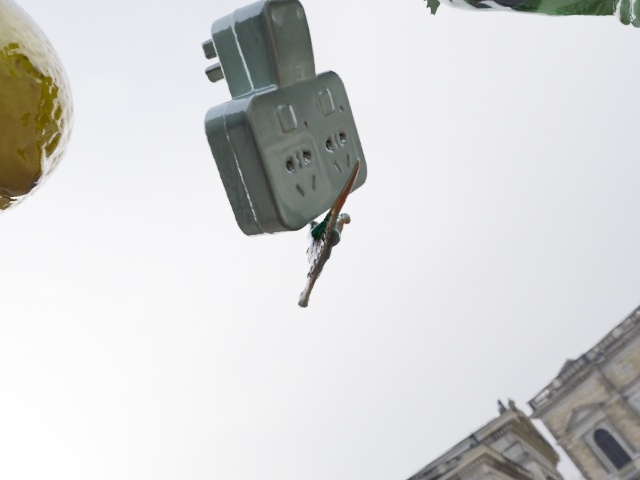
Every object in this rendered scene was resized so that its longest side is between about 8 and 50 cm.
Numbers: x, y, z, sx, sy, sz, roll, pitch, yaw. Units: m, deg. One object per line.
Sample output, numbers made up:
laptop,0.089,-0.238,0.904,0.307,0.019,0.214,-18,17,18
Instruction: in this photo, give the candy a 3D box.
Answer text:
candy,0.325,-0.428,0.860,0.262,0.397,0.172,12,-76,-56

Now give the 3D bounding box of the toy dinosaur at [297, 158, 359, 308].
toy dinosaur,0.004,0.001,0.658,0.044,0.106,0.187,27,-41,-5

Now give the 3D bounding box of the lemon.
lemon,-0.386,-0.148,0.547,0.260,0.284,0.260,-26,-17,-9

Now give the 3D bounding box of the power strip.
power strip,-0.065,-0.157,0.711,0.229,0.141,0.261,-39,-64,-52
